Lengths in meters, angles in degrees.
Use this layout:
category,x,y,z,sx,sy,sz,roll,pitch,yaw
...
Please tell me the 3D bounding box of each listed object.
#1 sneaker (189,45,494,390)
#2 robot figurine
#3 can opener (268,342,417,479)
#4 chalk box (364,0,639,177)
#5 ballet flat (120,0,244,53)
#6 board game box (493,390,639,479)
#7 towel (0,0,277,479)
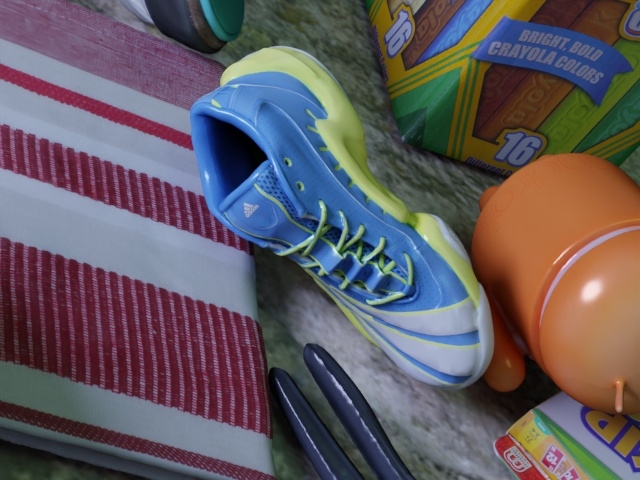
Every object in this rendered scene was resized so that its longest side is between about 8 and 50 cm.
category,x,y,z,sx,sy,sz,roll,pitch,yaw
sneaker,0.000,0.000,1.040,0.240,0.091,0.126,54,37,7
robot figurine,0.174,0.028,1.118,0.158,0.128,0.219,3,25,-21
can opener,0.031,0.138,0.977,0.059,0.073,0.186,-37,73,-13
chalk box,0.189,-0.199,1.256,0.180,0.289,0.179,16,42,-28
ballet flat,-0.085,-0.190,1.179,0.280,0.096,0.095,-67,148,-62
board game box,0.222,0.132,1.159,0.124,0.039,0.259,50,40,15
towel,-0.140,-0.014,0.993,0.237,0.037,0.329,19,43,-29
